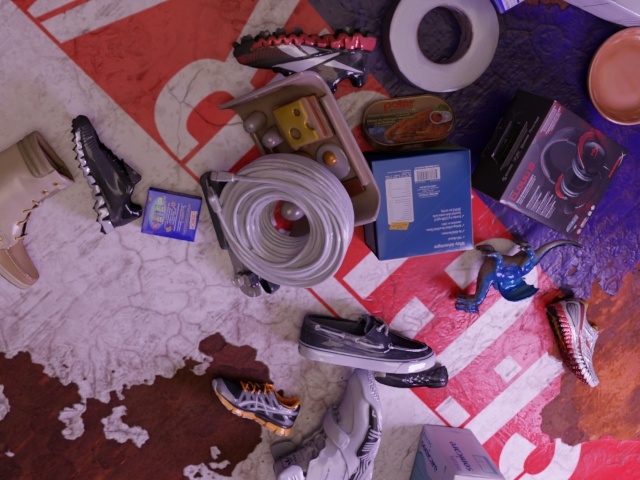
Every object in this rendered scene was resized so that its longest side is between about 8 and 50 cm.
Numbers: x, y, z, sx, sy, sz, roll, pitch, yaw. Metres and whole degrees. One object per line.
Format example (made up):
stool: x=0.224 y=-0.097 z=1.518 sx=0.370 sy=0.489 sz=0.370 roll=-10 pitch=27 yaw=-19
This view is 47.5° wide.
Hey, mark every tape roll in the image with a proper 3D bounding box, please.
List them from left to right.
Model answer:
tape roll: x=0.233 y=-0.402 z=1.423 sx=0.219 sy=0.072 sz=0.219 roll=-2 pitch=105 yaw=-9

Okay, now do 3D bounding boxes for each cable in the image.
cable: x=-0.064 y=-0.035 z=1.352 sx=0.257 sy=0.089 sz=0.257 roll=-4 pitch=116 yaw=21

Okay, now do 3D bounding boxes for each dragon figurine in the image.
dragon figurine: x=0.418 y=0.077 z=1.573 sx=0.289 sy=0.085 sz=0.144 roll=-11 pitch=106 yaw=-5

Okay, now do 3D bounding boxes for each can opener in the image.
can opener: x=-0.167 y=-0.012 z=1.476 sx=0.093 sy=0.074 sz=0.280 roll=-33 pitch=113 yaw=-35

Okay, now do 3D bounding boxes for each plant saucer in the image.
plant saucer: x=0.647 y=-0.344 z=1.522 sx=0.199 sy=0.037 sz=0.200 roll=-3 pitch=106 yaw=-9

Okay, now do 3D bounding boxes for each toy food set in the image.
toy food set: x=-0.043 y=-0.152 z=1.374 sx=0.219 sy=0.092 sz=0.306 roll=-13 pitch=113 yaw=38

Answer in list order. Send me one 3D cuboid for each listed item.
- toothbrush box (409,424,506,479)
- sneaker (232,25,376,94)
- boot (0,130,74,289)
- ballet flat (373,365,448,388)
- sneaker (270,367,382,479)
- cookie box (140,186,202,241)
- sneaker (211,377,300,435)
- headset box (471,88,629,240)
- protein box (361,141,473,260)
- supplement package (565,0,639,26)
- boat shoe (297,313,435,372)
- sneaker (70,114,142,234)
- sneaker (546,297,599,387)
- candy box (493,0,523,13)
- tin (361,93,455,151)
toothbrush box: x=0.283 y=0.597 z=1.625 sx=0.126 sy=0.216 sz=0.296 roll=8 pitch=102 yaw=-12
sneaker: x=-0.028 y=-0.336 z=1.386 sx=0.276 sy=0.097 sz=0.135 roll=-3 pitch=103 yaw=-9
boot: x=-0.555 y=-0.056 z=1.384 sx=0.203 sy=0.095 sz=0.262 roll=-27 pitch=103 yaw=-2
ballet flat: x=0.203 y=0.304 z=1.628 sx=0.173 sy=0.057 sz=0.049 roll=4 pitch=64 yaw=-11
sneaker: x=0.008 y=0.446 z=1.580 sx=0.210 sy=0.137 sz=0.366 roll=4 pitch=107 yaw=-13
cookie box: x=-0.296 y=-0.051 z=1.450 sx=0.107 sy=0.040 sz=0.092 roll=11 pitch=103 yaw=-11
sneaker: x=-0.137 y=0.340 z=1.564 sx=0.214 sy=0.084 sz=0.083 roll=32 pitch=96 yaw=-25
headset box: x=0.448 y=-0.152 z=1.457 sx=0.293 sy=0.110 sz=0.218 roll=21 pitch=101 yaw=-35
protein box: x=0.190 y=-0.082 z=1.468 sx=0.199 sy=0.136 sz=0.201 roll=-8 pitch=106 yaw=-7
supplement package: x=0.547 y=-0.523 z=1.405 sx=0.244 sy=0.139 sz=0.134 roll=19 pitch=101 yaw=-14
boat shoe: x=0.105 y=0.210 z=1.555 sx=0.301 sy=0.108 sz=0.102 roll=8 pitch=105 yaw=-4
sneaker: x=-0.403 y=-0.133 z=1.396 sx=0.106 sy=0.078 sz=0.234 roll=-15 pitch=110 yaw=-8
sneaker: x=0.594 y=0.232 z=1.642 sx=0.092 sy=0.088 sz=0.225 roll=-24 pitch=107 yaw=-3
candy box: x=0.392 y=-0.600 z=1.268 sx=0.317 sy=0.122 sz=0.268 roll=-27 pitch=79 yaw=18
tin: x=0.174 y=-0.235 z=1.453 sx=0.189 sy=0.040 sz=0.106 roll=-7 pitch=74 yaw=-6
